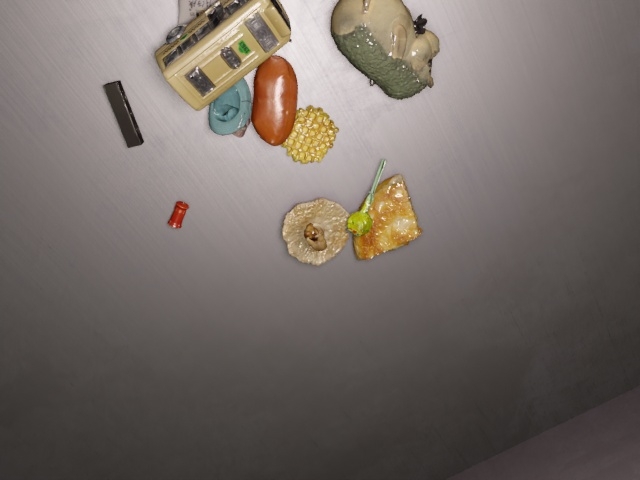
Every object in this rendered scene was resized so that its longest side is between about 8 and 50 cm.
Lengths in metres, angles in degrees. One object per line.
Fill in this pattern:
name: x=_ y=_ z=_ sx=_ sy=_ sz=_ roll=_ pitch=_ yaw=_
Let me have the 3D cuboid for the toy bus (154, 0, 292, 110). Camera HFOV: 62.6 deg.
toy bus: x=-0.253 y=-0.528 z=1.418 sx=0.366 sy=0.201 sz=0.177 roll=-36 pitch=135 yaw=9

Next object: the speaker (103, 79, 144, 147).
speaker: x=-0.584 y=-0.374 z=1.565 sx=0.046 sy=0.040 sz=0.190 roll=-14 pitch=117 yaw=1

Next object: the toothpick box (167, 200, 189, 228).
toothpick box: x=-0.461 y=-0.085 z=1.716 sx=0.047 sy=0.047 sz=0.083 roll=22 pitch=110 yaw=-16

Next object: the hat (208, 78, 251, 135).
hat: x=-0.262 y=-0.399 z=1.561 sx=0.138 sy=0.078 sz=0.190 roll=6 pitch=91 yaw=25

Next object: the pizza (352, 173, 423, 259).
pizza: x=0.231 y=-0.059 z=1.779 sx=0.226 sy=0.086 sz=0.335 roll=22 pitch=112 yaw=-2

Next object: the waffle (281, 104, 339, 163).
waffle: x=-0.039 y=-0.330 z=1.651 sx=0.191 sy=0.038 sz=0.190 roll=-2 pitch=117 yaw=-4

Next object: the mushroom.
mushroom: x=-0.028 y=0.003 z=1.684 sx=0.208 sy=0.301 sz=0.232 roll=-12 pitch=112 yaw=26

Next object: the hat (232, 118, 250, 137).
hat: x=-0.248 y=-0.358 z=1.619 sx=0.058 sy=0.042 sz=0.087 roll=33 pitch=142 yaw=-15

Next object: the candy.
candy: x=0.160 y=-0.137 z=1.695 sx=0.077 sy=0.073 sz=0.261 roll=9 pitch=105 yaw=-48

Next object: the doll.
doll: x=0.189 y=-0.550 z=1.466 sx=0.247 sy=0.247 sz=0.349 roll=-37 pitch=126 yaw=11

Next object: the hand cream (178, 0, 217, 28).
hand cream: x=-0.335 y=-0.719 z=1.410 sx=0.140 sy=0.089 sz=0.314 roll=-8 pitch=126 yaw=-8

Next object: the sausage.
sausage: x=-0.130 y=-0.408 z=1.548 sx=0.134 sy=0.133 sz=0.258 roll=4 pitch=107 yaw=-9
